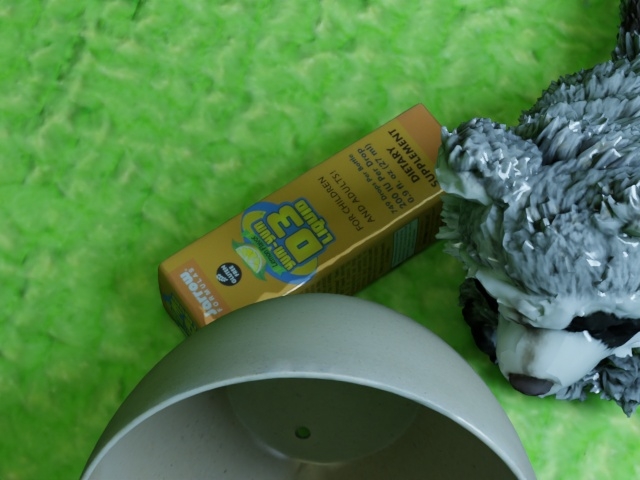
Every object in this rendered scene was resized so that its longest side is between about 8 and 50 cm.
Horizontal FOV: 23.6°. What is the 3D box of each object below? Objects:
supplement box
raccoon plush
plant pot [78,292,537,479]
[{"bbox_3d":[0.000,0.000,1.104,0.233,0.080,0.078,-34,70,-13],"label":"supplement box"},{"bbox_3d":[0.178,-0.095,1.013,0.216,0.299,0.446,-4,62,13],"label":"raccoon plush"},{"bbox_3d":[-0.001,0.143,0.963,0.284,0.284,0.191,7,31,0],"label":"plant pot"}]
